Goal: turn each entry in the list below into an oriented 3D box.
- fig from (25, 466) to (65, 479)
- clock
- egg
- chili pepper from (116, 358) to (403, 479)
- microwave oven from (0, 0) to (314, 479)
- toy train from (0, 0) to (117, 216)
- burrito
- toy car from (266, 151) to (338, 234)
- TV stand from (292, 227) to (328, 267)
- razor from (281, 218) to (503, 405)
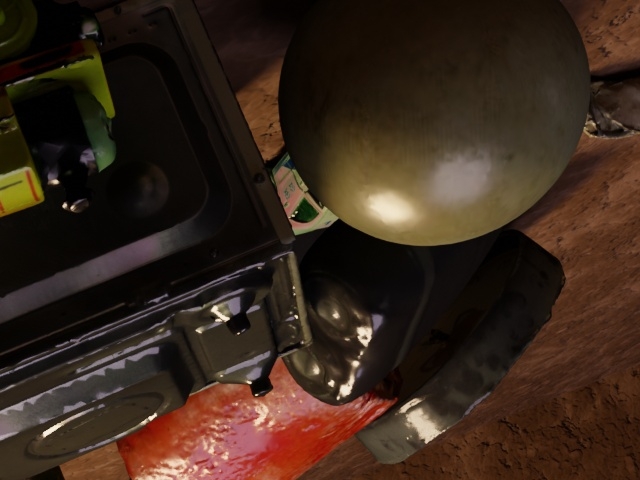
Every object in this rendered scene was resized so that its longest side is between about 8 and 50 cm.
[{"bbox_3d":[-0.409,0.300,2.045,0.244,0.195,0.195,11,147,-31],"label":"fig"},{"bbox_3d":[0.154,0.123,2.191,0.325,0.067,0.325,-46,-169,11],"label":"clock"},{"bbox_3d":[0.096,-0.112,1.375,0.218,0.218,0.295,-35,172,35],"label":"egg"},{"bbox_3d":[-0.056,0.170,2.042,0.305,0.229,0.251,-30,127,22],"label":"chili pepper"},{"bbox_3d":[-0.222,0.041,1.353,0.394,0.247,0.333,-23,165,-4],"label":"microwave oven"},{"bbox_3d":[-0.264,-0.054,1.151,0.296,0.161,0.100,-22,158,-9],"label":"toy train"},{"bbox_3d":[0.346,-0.146,1.912,0.229,0.063,0.058,-9,130,-39],"label":"burrito"},{"bbox_3d":[0.017,-0.068,1.661,0.090,0.076,0.224,-13,161,-29],"label":"toy car"},{"bbox_3d":[0.000,0.000,1.903,0.256,0.049,0.040,-16,161,-25],"label":"TV stand"},{"bbox_3d":[0.094,-0.019,1.593,0.349,0.113,0.204,-49,168,-33],"label":"razor"}]
